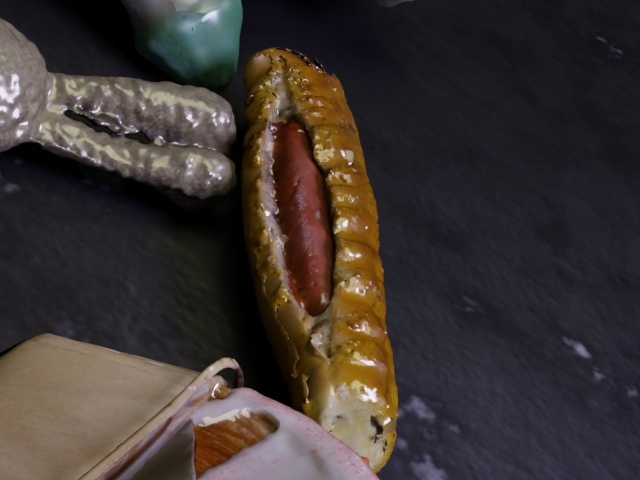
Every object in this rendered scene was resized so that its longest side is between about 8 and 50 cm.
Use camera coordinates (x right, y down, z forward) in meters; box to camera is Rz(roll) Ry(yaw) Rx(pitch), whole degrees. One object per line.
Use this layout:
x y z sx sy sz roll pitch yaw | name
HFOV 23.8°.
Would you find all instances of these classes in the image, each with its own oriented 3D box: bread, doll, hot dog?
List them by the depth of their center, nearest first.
-0.073 0.129 0.556 0.212 0.142 0.224 22 33 18 | bread
-0.187 -0.092 0.782 0.286 0.091 0.202 -12 86 -28 | doll
0.000 0.001 0.803 0.289 0.068 0.083 -101 166 -44 | hot dog

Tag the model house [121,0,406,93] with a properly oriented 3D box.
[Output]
-0.049 -0.253 0.970 0.298 0.243 0.284 -35 96 -24 | model house
